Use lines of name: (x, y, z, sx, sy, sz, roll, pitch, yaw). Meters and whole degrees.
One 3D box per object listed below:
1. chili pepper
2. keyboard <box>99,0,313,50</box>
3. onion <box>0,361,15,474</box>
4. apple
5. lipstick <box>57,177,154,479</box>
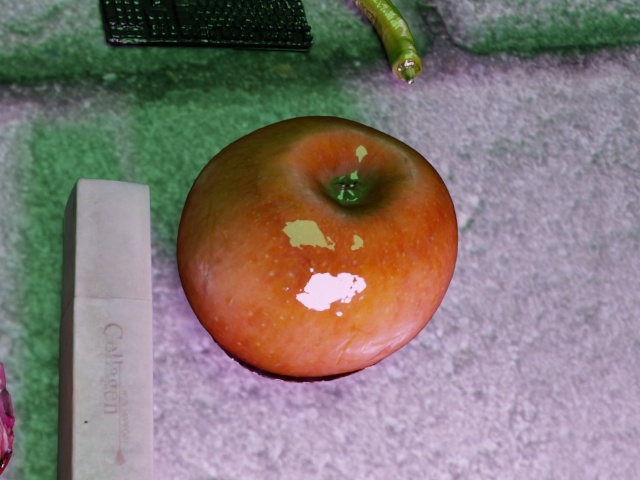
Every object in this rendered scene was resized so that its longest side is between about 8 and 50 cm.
chili pepper: (0.058, -0.256, 1.651, 0.049, 0.043, 0.208, -33, 73, -5)
keyboard: (-0.119, -0.239, 1.581, 0.231, 0.023, 0.072, -2, 63, -22)
onion: (-0.359, 0.116, 1.227, 0.163, 0.230, 0.230, -23, 71, 8)
apple: (0.000, 0.000, 1.402, 0.271, 0.206, 0.252, 6, 60, -17)
lipstick: (-0.194, 0.125, 1.337, 0.076, 0.080, 0.371, 5, 64, -18)
